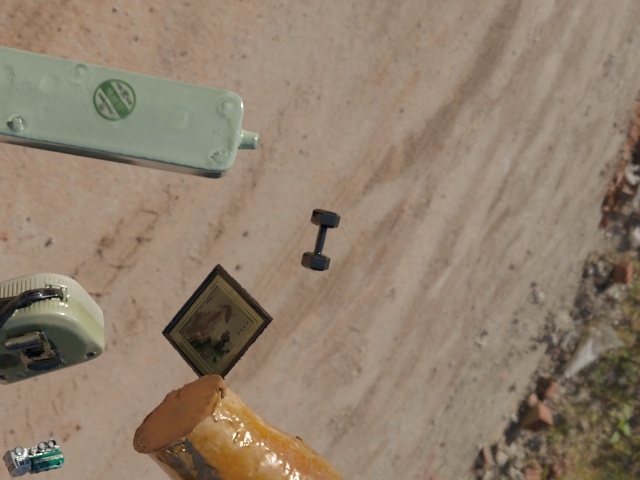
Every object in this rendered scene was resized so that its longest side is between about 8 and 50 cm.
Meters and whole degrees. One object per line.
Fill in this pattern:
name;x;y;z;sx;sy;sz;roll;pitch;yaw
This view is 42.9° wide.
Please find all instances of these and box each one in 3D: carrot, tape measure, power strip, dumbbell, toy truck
carrot;-0.114;0.306;1.136;0.196;0.196;0.254;-47;112;-24
tape measure;-0.570;0.175;1.539;0.271;0.133;0.231;-16;145;6
power strip;-0.253;-0.134;0.838;0.062;0.385;0.091;138;-39;-77
dumbbell;0.000;0.000;1.086;0.040;0.036;0.083;12;92;-15
toy truck;-0.429;0.328;1.220;0.083;0.044;0.039;-1;149;-48

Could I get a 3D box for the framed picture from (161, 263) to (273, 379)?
framed picture;-0.213;0.177;1.666;0.195;0.199;0.010;-51;147;3
